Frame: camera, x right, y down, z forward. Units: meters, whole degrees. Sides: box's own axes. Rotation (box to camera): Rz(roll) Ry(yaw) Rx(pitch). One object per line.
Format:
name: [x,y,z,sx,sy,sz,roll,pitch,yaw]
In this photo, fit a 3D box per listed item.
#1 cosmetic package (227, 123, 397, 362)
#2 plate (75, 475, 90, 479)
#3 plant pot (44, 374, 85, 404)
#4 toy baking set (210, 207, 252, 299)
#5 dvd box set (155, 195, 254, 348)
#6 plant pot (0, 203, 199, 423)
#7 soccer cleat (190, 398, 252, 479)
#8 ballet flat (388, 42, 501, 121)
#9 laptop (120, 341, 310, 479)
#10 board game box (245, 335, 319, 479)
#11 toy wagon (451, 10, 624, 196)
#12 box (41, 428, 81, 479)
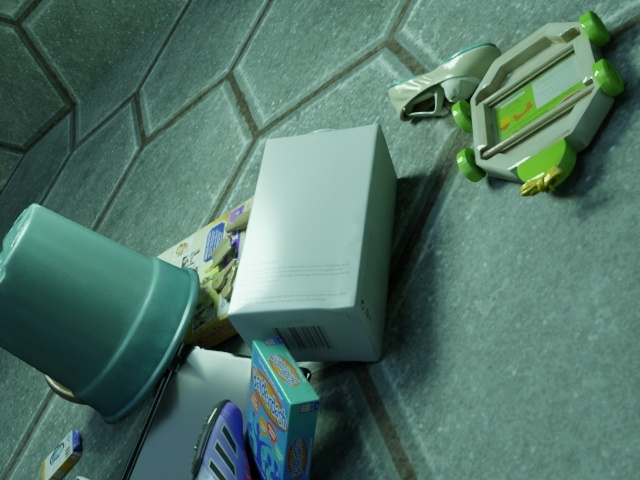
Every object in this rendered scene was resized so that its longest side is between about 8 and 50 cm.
cosmetic package: [0.000,0.000,1.434,0.217,0.156,0.385,-4,49,20]
plate: [-0.282,0.525,1.311,0.277,0.045,0.278,30,127,43]
plant pot: [-0.493,0.282,1.937,0.110,0.237,0.237,95,177,-45]
toy baking set: [-0.131,0.011,1.688,0.256,0.030,0.197,-31,43,38]
dvd box set: [-0.249,0.100,1.823,0.420,0.062,0.307,-30,39,29]
plant pot: [-0.463,0.119,1.645,0.341,0.334,0.341,-45,24,27]
soccer cleat: [-0.141,0.405,1.335,0.116,0.108,0.318,2,64,13]
ballet flat: [0.221,-0.270,1.545,0.248,0.086,0.086,-18,47,49]
laptop: [-0.223,0.407,1.562,0.408,0.236,0.382,120,171,-66]
board game box: [-0.061,0.274,1.295,0.160,0.047,0.210,-130,40,-53]
toy wagon: [0.325,-0.184,1.303,0.267,0.068,0.344,-33,37,34]
box: [-0.591,0.499,1.998,0.136,0.028,0.081,-46,31,12]
